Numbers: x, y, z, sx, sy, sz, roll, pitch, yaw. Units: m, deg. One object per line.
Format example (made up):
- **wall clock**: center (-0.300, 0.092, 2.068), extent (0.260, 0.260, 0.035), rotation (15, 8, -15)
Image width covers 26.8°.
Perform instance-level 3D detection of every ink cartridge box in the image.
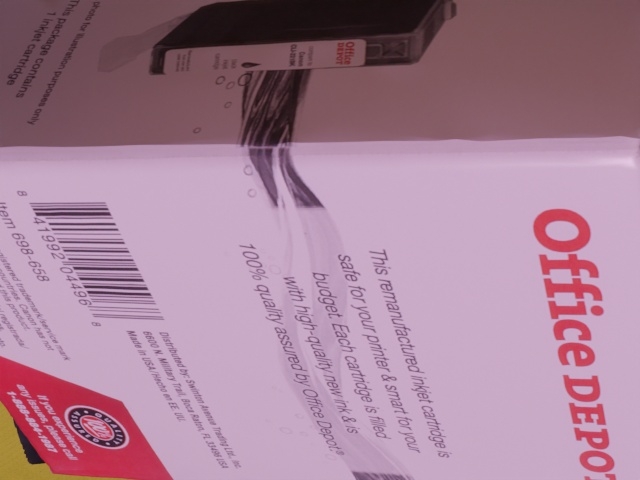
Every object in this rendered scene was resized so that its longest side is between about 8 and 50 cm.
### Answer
- **ink cartridge box**: center (0.000, 0.000, 0.503), extent (0.273, 0.114, 0.197), rotation (1, 139, 20)

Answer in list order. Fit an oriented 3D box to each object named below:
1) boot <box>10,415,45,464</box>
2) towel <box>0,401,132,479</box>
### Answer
- **boot**: center (-0.106, 0.068, 0.669), extent (0.099, 0.045, 0.121), rotation (-6, 131, 3)
- **towel**: center (-0.145, 0.139, 0.769), extent (0.102, 0.021, 0.237), rotation (-32, 126, 25)
